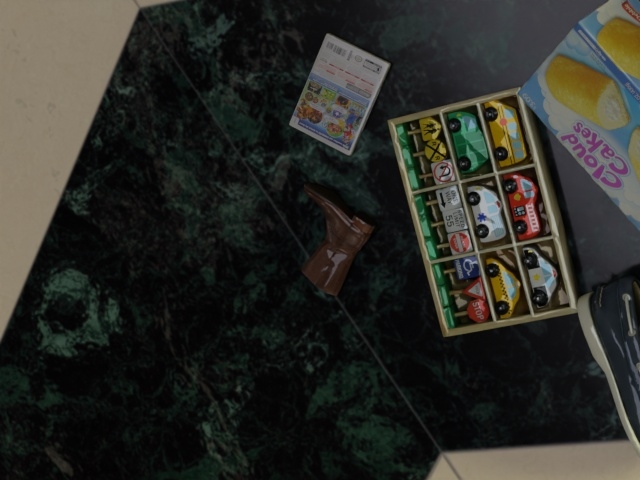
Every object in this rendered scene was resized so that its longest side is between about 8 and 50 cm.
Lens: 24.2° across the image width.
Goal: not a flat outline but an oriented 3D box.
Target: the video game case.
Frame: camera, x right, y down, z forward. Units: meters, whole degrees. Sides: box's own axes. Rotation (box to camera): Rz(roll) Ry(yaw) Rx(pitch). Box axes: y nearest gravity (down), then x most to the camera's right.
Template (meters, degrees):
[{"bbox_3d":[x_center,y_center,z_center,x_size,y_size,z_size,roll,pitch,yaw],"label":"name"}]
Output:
[{"bbox_3d":[0.023,-0.175,1.786,0.087,0.011,0.122,28,108,14],"label":"video game case"}]

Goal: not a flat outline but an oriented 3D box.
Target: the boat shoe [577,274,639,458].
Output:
[{"bbox_3d":[0.376,0.161,1.663,0.079,0.095,0.254,-29,79,34],"label":"boat shoe"}]

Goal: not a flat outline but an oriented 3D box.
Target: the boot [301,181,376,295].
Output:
[{"bbox_3d":[0.000,0.000,1.815,0.106,0.037,0.114,37,115,14],"label":"boot"}]

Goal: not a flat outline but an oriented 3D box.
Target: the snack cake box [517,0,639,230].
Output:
[{"bbox_3d":[0.351,-0.115,1.587,0.264,0.089,0.152,50,149,8],"label":"snack cake box"}]

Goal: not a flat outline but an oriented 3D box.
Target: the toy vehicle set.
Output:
[{"bbox_3d":[0.191,-0.032,1.730,0.166,0.035,0.266,-14,94,23],"label":"toy vehicle set"}]
